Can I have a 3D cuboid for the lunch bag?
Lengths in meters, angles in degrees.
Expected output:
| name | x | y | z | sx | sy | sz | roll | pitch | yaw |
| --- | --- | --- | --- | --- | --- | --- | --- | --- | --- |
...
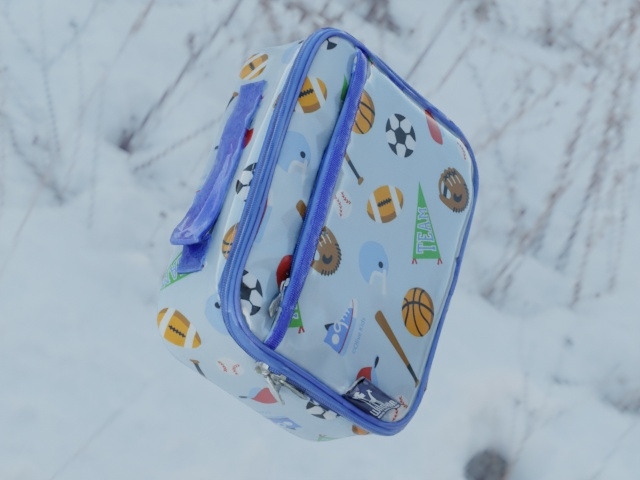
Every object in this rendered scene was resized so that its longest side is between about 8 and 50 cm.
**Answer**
| name | x | y | z | sx | sy | sz | roll | pitch | yaw |
| --- | --- | --- | --- | --- | --- | --- | --- | --- | --- |
| lunch bag | 0.000 | 0.000 | 1.337 | 0.243 | 0.115 | 0.303 | 39 | 56 | -37 |
